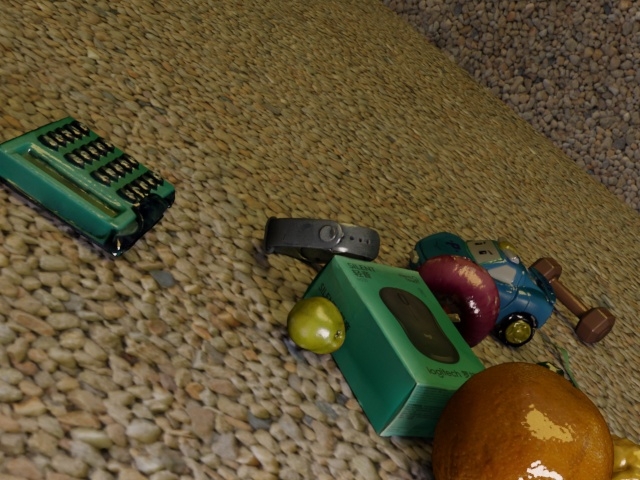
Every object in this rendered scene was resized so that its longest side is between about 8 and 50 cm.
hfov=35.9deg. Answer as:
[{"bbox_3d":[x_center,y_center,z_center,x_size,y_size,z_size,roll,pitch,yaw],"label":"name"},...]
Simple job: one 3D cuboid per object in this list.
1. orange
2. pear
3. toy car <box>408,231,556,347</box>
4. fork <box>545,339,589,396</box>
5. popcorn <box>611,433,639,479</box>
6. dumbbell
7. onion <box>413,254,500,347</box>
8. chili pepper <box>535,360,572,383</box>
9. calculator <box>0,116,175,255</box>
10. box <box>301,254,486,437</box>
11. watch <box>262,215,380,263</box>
[{"bbox_3d":[0.284,0.295,1.390,0.264,0.264,0.264,28,24,-14],"label":"orange"},{"bbox_3d":[-0.004,0.131,1.539,0.097,0.092,0.092,33,23,9],"label":"pear"},{"bbox_3d":[0.329,0.071,1.991,0.314,0.166,0.198,25,21,-17],"label":"toy car"},{"bbox_3d":[0.516,0.272,2.018,0.039,0.021,0.235,18,28,-26],"label":"fork"},{"bbox_3d":[0.453,0.418,1.456,0.190,0.191,0.253,-6,50,-41],"label":"popcorn"},{"bbox_3d":[0.571,0.136,2.270,0.092,0.082,0.231,1,40,-50],"label":"dumbbell"},{"bbox_3d":[0.231,0.113,1.762,0.177,0.177,0.153,43,57,19],"label":"onion"},{"bbox_3d":[0.387,0.268,1.791,0.099,0.083,0.253,36,18,29],"label":"chili pepper"},{"bbox_3d":[-0.358,-0.096,1.553,0.248,0.058,0.274,35,22,0],"label":"calculator"},{"bbox_3d":[0.127,0.170,1.594,0.205,0.118,0.311,15,30,-38],"label":"box"},{"bbox_3d":[0.000,0.000,1.704,0.206,0.068,0.193,4,-8,24],"label":"watch"}]
